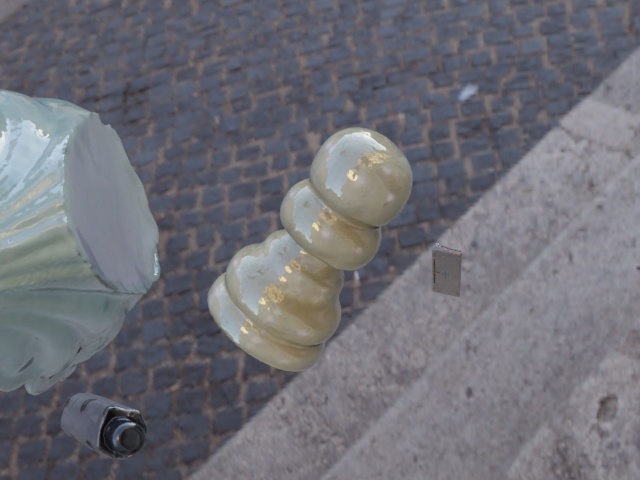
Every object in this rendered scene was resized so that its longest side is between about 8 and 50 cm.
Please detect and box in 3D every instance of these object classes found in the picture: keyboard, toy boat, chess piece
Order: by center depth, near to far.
[{"bbox_3d":[-0.166,-0.008,0.701,0.100,0.199,0.290,-19,11,9],"label":"toy boat"},{"bbox_3d":[0.000,0.000,1.414,0.167,0.299,0.167,27,25,-14],"label":"chess piece"},{"bbox_3d":[0.217,0.052,2.005,0.055,0.166,0.017,11,64,11],"label":"keyboard"}]

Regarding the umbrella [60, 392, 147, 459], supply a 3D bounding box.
[{"bbox_3d":[-0.288,0.246,1.541,0.067,0.337,0.073,7,84,-21],"label":"umbrella"}]
